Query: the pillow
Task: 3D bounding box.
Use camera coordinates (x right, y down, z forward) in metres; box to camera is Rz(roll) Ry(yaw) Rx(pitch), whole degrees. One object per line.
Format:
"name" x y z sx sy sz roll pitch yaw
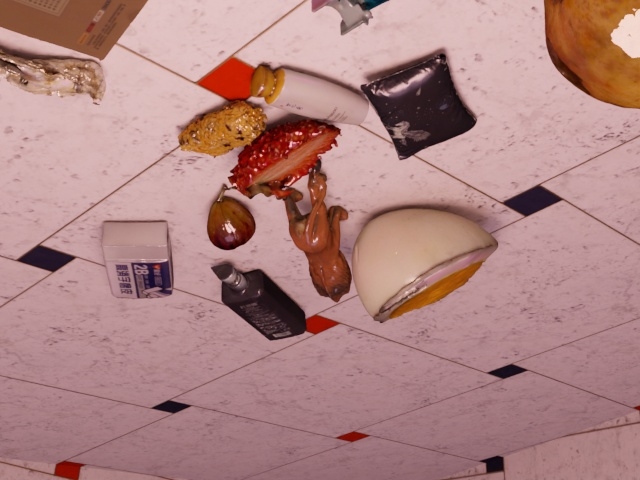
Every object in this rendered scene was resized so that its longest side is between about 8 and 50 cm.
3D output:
"pillow" 0.153 -0.201 1.469 0.141 0.055 0.208 -23 148 13

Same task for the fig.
"fig" -0.169 -0.046 1.700 0.089 0.089 0.125 -11 126 13

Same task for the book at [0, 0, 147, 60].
"book" -0.369 -0.333 1.179 0.310 0.021 0.217 15 147 -32

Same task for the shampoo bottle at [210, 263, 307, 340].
"shampoo bottle" -0.132 0.128 2.023 0.098 0.071 0.309 -13 151 18

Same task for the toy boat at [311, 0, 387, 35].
"toy boat" 0.123 -0.352 1.143 0.299 0.092 0.134 -25 142 35

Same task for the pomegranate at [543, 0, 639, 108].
"pomegranate" 0.388 -0.293 1.112 0.281 0.281 0.281 -3 152 -2

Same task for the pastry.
"pastry" -0.153 -0.169 1.479 0.080 0.056 0.140 21 145 -40

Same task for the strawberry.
"strawberry" -0.050 -0.146 1.519 0.208 0.087 0.167 -36 163 29

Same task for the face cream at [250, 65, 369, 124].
"face cream" -0.015 -0.213 1.421 0.182 0.051 0.072 13 151 -28

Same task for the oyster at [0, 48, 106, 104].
"oyster" -0.408 -0.242 1.331 0.200 0.061 0.106 21 161 -35

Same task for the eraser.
"eraser" -0.346 0.038 1.828 0.124 0.068 0.210 1 151 -5

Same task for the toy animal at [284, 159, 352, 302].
"toy animal" 0.000 0.000 1.714 0.097 0.158 0.312 -11 153 10

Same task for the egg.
"egg" 0.182 0.021 1.782 0.286 0.174 0.264 -18 163 -34
